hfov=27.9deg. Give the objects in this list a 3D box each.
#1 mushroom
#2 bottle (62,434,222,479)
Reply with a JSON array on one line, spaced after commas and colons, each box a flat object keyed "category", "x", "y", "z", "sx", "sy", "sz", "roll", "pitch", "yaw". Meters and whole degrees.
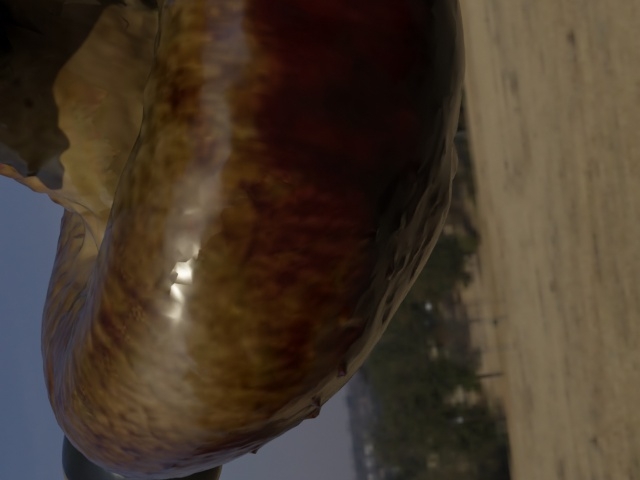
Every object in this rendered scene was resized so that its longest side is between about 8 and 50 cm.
[{"category": "mushroom", "x": -0.094, "y": -0.045, "z": 0.617, "sx": 0.334, "sy": 0.356, "sz": 0.331, "roll": -169, "pitch": 70, "yaw": -70}, {"category": "bottle", "x": -0.137, "y": 0.091, "z": 1.089, "sx": 0.171, "sy": 0.171, "sz": 0.351, "roll": -89, "pitch": 12, "yaw": -63}]
